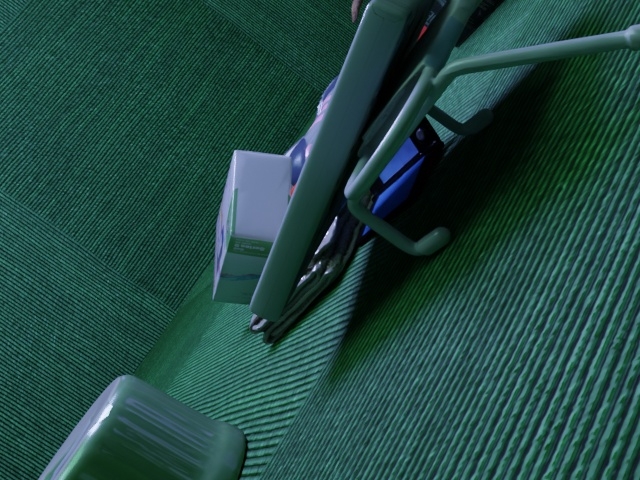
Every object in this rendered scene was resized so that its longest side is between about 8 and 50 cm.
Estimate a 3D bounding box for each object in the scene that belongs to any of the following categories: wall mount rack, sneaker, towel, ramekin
[{"bbox_3d":[0.156,-0.151,0.754,0.304,0.131,0.350,-50,9,44],"label":"wall mount rack"},{"bbox_3d":[0.047,-0.213,1.669,0.131,0.112,0.319,-12,42,51],"label":"sneaker"},{"bbox_3d":[0.000,0.000,1.195,0.187,0.049,0.282,-47,11,39],"label":"towel"},{"bbox_3d":[-0.225,0.288,0.933,0.303,0.148,0.303,-52,9,11],"label":"ramekin"}]

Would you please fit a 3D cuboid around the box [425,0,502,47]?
[{"bbox_3d":[0.155,-0.453,1.293,0.242,0.308,0.076,-44,19,51],"label":"box"}]

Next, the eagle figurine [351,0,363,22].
[{"bbox_3d":[0.183,-0.564,1.730,0.298,0.225,0.226,-22,-11,-44],"label":"eagle figurine"}]

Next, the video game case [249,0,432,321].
[{"bbox_3d":[0.038,-0.120,0.890,0.300,0.036,0.329,-60,-6,-57],"label":"video game case"}]

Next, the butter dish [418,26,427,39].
[{"bbox_3d":[0.213,-0.420,1.525,0.160,0.118,0.159,-164,66,-78],"label":"butter dish"}]

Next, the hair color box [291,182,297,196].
[{"bbox_3d":[-0.042,-0.043,1.500,0.072,0.043,0.141,-10,-27,-44],"label":"hair color box"}]

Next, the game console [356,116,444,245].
[{"bbox_3d":[0.071,-0.085,1.054,0.085,0.124,0.144,-27,-9,-37],"label":"game console"}]

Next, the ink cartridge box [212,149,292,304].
[{"bbox_3d":[-0.107,-0.014,1.372,0.212,0.093,0.154,112,161,-58],"label":"ink cartridge box"}]
